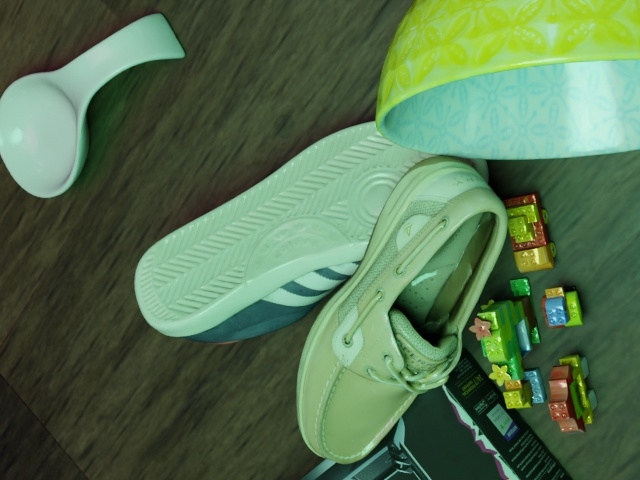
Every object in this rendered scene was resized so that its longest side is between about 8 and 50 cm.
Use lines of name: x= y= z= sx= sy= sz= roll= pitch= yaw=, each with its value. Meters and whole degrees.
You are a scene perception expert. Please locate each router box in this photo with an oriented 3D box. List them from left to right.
router box: x=0.102 y=0.294 z=0.987 sx=0.309 sy=0.081 sz=0.243 roll=-44 pitch=78 yaw=30

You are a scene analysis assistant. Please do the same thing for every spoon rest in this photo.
spoon rest: x=-0.272 y=-0.150 z=1.098 sx=0.276 sy=0.084 sz=0.137 roll=-34 pitch=84 yaw=31

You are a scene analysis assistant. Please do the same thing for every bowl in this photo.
bowl: x=0.182 y=-0.164 z=0.735 sx=0.290 sy=0.289 sz=0.155 roll=-5 pitch=82 yaw=31

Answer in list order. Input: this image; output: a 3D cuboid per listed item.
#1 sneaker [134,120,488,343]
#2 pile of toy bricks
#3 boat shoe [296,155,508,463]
sneaker: x=0.000 y=0.000 z=0.966 sx=0.350 sy=0.148 sz=0.131 roll=-22 pitch=66 yaw=10
pile of toy bricks: x=0.166 y=0.074 z=0.884 sx=0.118 sy=0.105 sz=0.212 roll=-12 pitch=95 yaw=32
boat shoe: x=0.067 y=0.079 z=0.849 sx=0.302 sy=0.109 sz=0.098 roll=-65 pitch=28 yaw=19
